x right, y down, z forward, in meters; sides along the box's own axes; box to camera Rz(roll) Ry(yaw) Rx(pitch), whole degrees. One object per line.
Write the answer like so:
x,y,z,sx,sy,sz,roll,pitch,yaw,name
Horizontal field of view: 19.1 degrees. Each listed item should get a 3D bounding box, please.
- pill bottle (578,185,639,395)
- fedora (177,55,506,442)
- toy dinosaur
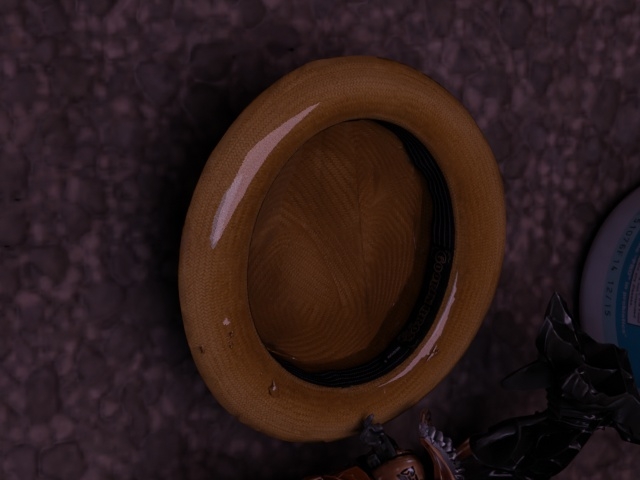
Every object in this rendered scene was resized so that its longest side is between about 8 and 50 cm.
0.264,0.044,0.982,0.146,0.264,0.146,-4,98,-28,pill bottle
0.000,0.000,0.937,0.194,0.079,0.194,-9,109,-28,fedora
0.081,0.153,0.971,0.322,0.218,0.164,-4,60,-59,toy dinosaur
